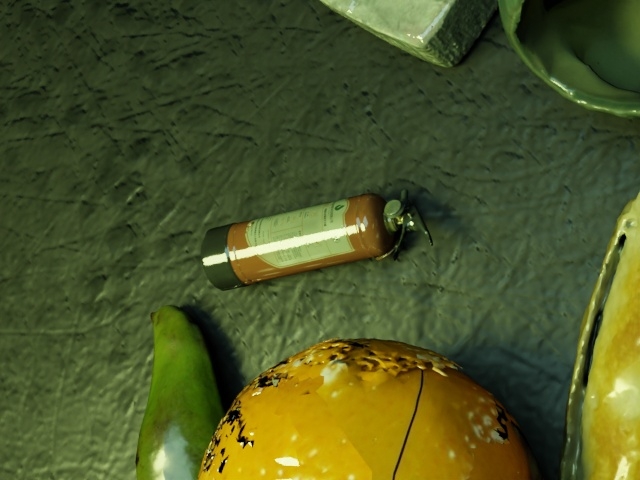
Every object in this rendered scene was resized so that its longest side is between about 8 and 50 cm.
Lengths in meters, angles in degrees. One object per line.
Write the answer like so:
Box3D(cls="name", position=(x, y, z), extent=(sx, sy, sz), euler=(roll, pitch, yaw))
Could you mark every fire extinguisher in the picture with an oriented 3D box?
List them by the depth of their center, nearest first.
Box3D(cls="fire extinguisher", position=(0.000, 0.000, 0.914), extent=(0.177, 0.050, 0.062), euler=(-12, 47, 24))

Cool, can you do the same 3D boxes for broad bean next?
Box3D(cls="broad bean", position=(-0.086, 0.202, 0.902), extent=(0.077, 0.061, 0.339), euler=(-22, 70, 13))

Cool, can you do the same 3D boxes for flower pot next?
Box3D(cls="flower pot", position=(0.218, -0.171, 0.759), extent=(0.243, 0.189, 0.157), euler=(-6, 40, 55))

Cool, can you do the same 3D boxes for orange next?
Box3D(cls="orange", position=(0.029, 0.176, 0.783), extent=(0.234, 0.182, 0.235), euler=(-12, 65, 28))

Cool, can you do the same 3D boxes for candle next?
Box3D(cls="candle", position=(0.072, -0.209, 0.920), extent=(0.192, 0.068, 0.169), euler=(-19, 71, 26))

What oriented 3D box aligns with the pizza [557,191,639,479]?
Box3D(cls="pizza", position=(0.295, 0.170, 0.654), extent=(0.406, 0.130, 0.440), euler=(-1, 80, 47))
